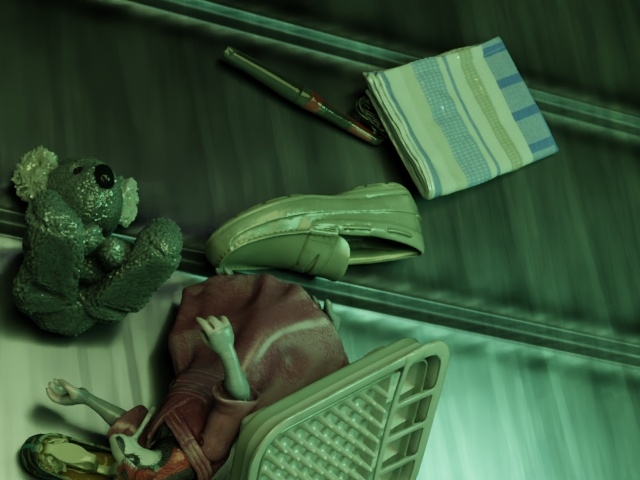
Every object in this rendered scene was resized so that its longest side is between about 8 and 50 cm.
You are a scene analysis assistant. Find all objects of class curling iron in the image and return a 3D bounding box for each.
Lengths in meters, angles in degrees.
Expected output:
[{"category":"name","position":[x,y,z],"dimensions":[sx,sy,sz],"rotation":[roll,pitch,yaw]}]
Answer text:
[{"category":"curling iron","position":[-0.015,-0.209,2.059],"dimensions":[0.274,0.035,0.068],"rotation":[22,60,-14]}]

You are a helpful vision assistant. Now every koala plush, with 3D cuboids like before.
[{"category":"koala plush","position":[-0.298,-0.018,1.804],"dimensions":[0.196,0.203,0.221],"rotation":[13,43,-27]}]

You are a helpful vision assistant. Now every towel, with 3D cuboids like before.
[{"category":"towel","position":[0.210,-0.184,2.125],"dimensions":[0.285,0.034,0.209],"rotation":[-20,79,-36]}]

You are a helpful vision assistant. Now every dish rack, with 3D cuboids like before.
[{"category":"dish rack","position":[0.005,0.259,1.745],"dimensions":[0.072,0.286,0.332],"rotation":[35,41,31]}]

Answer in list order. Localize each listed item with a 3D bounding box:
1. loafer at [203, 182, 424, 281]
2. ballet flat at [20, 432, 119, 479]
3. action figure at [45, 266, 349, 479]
[{"category":"loafer","position":[0.000,0.000,1.937],"dimensions":[0.319,0.112,0.111],"rotation":[-12,66,-27]},{"category":"ballet flat","position":[-0.265,0.274,1.740],"dimensions":[0.188,0.070,0.070],"rotation":[15,64,-17]},{"category":"action figure","position":[-0.139,0.202,1.754],"dimensions":[0.276,0.248,0.370],"rotation":[56,43,-25]}]
